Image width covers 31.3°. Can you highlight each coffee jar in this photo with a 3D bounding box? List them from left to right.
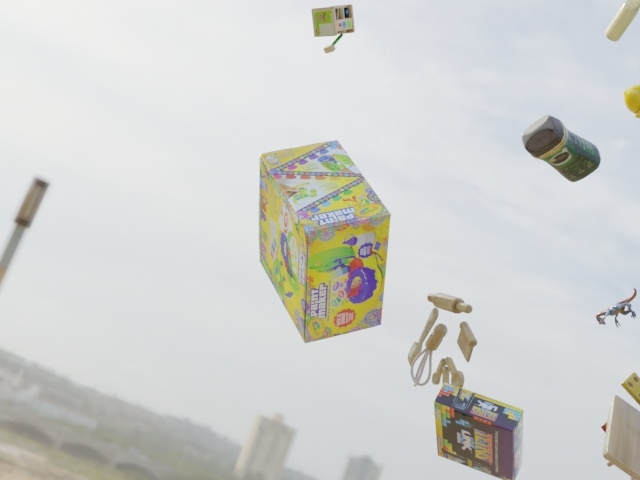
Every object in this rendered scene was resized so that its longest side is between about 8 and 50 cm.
[{"bbox_3d":[0.529,-0.204,2.523,0.096,0.079,0.184,-34,-43,31],"label":"coffee jar"}]

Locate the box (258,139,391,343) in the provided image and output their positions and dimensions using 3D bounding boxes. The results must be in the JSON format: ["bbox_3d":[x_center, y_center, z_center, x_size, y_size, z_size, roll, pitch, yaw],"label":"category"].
[{"bbox_3d":[0.000,0.000,2.328,0.177,0.279,0.289,-12,-49,-18],"label":"box"}]

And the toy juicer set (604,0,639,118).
[{"bbox_3d":[0.592,-0.300,1.926,0.090,0.329,0.209,-20,-5,-32],"label":"toy juicer set"}]

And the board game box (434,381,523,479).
[{"bbox_3d":[0.264,0.323,1.908,0.141,0.048,0.170,18,-36,24],"label":"board game box"}]

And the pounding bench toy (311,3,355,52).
[{"bbox_3d":[0.027,-0.388,2.098,0.052,0.083,0.065,4,15,40],"label":"pounding bench toy"}]

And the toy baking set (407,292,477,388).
[{"bbox_3d":[0.216,0.192,2.135,0.030,0.196,0.256,9,6,-21],"label":"toy baking set"}]

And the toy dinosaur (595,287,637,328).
[{"bbox_3d":[0.591,0.143,2.290,0.047,0.090,0.082,43,-26,-30],"label":"toy dinosaur"}]

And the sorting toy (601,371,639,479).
[{"bbox_3d":[0.488,0.323,1.770,0.132,0.274,0.046,35,-51,-7],"label":"sorting toy"}]
